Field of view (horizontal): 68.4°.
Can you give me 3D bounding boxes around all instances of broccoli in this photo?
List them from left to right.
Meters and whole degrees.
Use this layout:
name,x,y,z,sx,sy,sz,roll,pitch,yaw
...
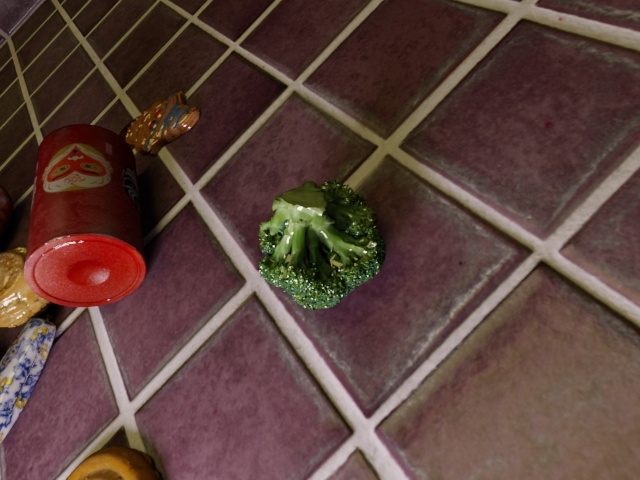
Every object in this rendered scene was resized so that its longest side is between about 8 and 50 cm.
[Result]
name,x,y,z,sx,sy,sz,roll,pitch,yaw
broccoli,0.000,0.000,0.647,0.195,0.156,0.195,-5,34,3

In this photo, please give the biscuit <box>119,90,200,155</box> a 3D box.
name,x,y,z,sx,sy,sz,roll,pitch,yaw
biscuit,-0.405,-0.286,1.160,0.280,0.043,0.183,0,60,30

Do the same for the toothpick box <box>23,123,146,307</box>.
name,x,y,z,sx,sy,sz,roll,pitch,yaw
toothpick box,-0.469,-0.058,0.951,0.204,0.204,0.333,-34,49,12

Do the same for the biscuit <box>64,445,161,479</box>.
name,x,y,z,sx,sy,sz,roll,pitch,yaw
biscuit,-0.325,0.432,0.673,0.261,0.037,0.262,-17,55,26

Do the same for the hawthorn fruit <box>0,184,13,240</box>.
name,x,y,z,sx,sy,sz,roll,pitch,yaw
hawthorn fruit,-1.004,-0.072,1.291,0.271,0.242,0.242,-7,60,29

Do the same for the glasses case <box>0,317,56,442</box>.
name,x,y,z,sx,sy,sz,roll,pitch,yaw
glasses case,-0.606,0.274,0.931,0.086,0.065,0.248,-2,62,36

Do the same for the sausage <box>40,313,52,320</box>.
name,x,y,z,sx,sy,sz,roll,pitch,yaw
sausage,-0.620,0.191,1.024,0.100,0.015,0.015,-38,49,8

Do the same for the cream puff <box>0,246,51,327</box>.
name,x,y,z,sx,sy,sz,roll,pitch,yaw
cream puff,-0.657,0.110,1.022,0.189,0.129,0.189,-12,54,17
